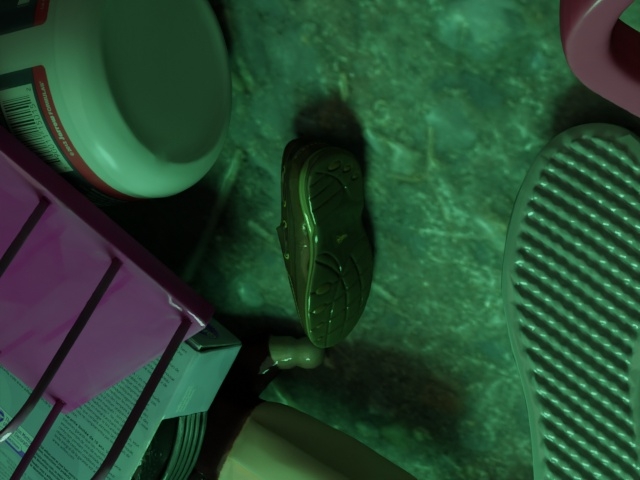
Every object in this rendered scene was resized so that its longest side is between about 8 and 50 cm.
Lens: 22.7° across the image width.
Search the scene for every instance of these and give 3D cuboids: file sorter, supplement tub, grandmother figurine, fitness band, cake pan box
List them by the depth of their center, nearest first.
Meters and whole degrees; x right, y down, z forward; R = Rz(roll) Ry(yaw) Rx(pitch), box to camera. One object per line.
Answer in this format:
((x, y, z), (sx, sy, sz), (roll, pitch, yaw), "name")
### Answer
((0.269, -0.118, 0.924), (0.209, 0.054, 0.291), (-20, 151, 40), "fitness band")
((-0.269, 0.055, 1.119), (0.291, 0.182, 0.202), (42, 136, -16), "file sorter")
((-0.222, -0.110, 1.211), (0.272, 0.191, 0.191), (-8, 115, 32), "supplement tub")
((-0.062, 0.168, 1.331), (0.342, 0.207, 0.104), (26, 170, 26), "grandmother figurine")
((-0.215, 0.116, 1.335), (0.267, 0.070, 0.245), (36, 112, 26), "cake pan box")

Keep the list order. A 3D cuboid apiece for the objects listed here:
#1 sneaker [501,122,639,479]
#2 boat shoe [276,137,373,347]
((0.203, 0.074, 1.159), (0.126, 0.127, 0.321), (2, 96, 21), "sneaker")
((0.000, 0.000, 1.255), (0.060, 0.064, 0.178), (34, 136, 46), "boat shoe")
